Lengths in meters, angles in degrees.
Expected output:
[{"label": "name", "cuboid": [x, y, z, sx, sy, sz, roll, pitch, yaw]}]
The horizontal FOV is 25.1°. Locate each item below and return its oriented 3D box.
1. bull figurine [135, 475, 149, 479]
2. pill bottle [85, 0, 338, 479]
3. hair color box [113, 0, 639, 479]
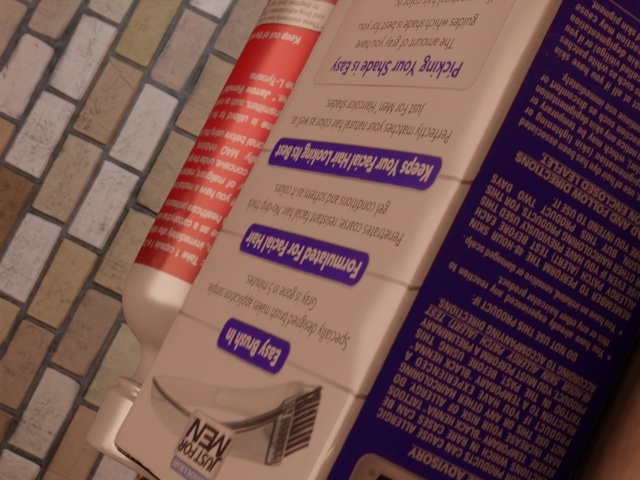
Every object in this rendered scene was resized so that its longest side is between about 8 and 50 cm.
[{"label": "bull figurine", "cuboid": [-0.154, 0.326, 1.739, 0.101, 0.188, 0.310, -65, 2, -34]}, {"label": "pill bottle", "cuboid": [0.000, 0.000, 1.047, 0.407, 0.229, 0.229, -63, 1, -7]}, {"label": "hair color box", "cuboid": [0.057, -0.025, 0.602, 0.339, 0.110, 0.185, -62, 26, -6]}]
